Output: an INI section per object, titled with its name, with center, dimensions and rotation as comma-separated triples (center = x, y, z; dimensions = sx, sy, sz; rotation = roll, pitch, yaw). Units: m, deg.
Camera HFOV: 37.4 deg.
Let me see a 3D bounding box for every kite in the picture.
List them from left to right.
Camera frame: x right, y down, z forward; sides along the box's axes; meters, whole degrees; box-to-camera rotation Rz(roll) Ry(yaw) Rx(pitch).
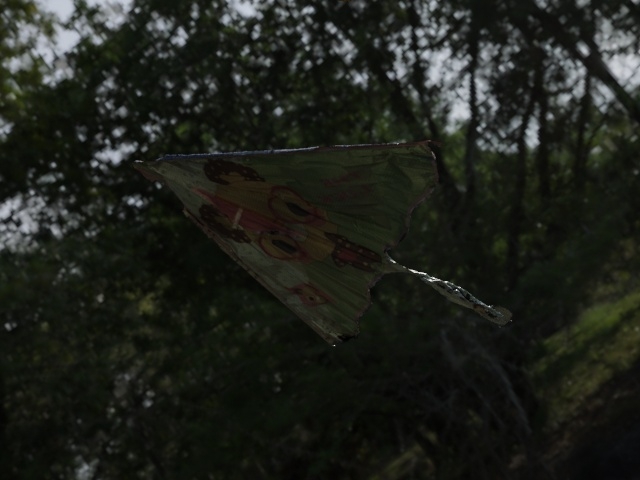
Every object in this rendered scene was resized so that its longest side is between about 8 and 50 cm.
[kite]
center = 0.000, 0.000, 0.617
dimensions = 0.323, 0.268, 0.013
rotation = 105, -171, -64
